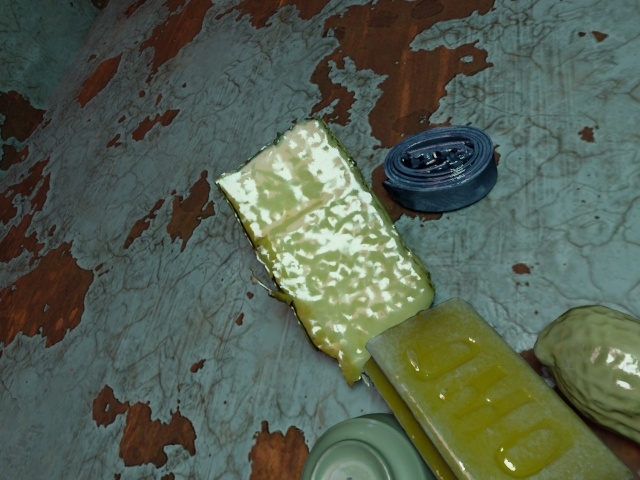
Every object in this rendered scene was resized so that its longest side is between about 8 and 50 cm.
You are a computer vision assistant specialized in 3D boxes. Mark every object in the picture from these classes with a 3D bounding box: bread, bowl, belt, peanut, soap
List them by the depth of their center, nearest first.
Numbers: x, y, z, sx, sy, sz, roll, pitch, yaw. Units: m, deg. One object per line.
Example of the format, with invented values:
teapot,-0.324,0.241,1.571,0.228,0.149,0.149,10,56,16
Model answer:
peanut,0.384,0.170,0.473,0.159,0.143,0.291,-17,35,-30
soap,0.191,0.211,0.550,0.173,0.089,0.274,-22,48,-19
bowl,0.057,0.323,0.581,0.211,0.112,0.211,-15,56,24
bread,0.000,0.000,0.714,0.248,0.279,0.315,-36,39,-3
belt,0.201,-0.125,0.784,0.190,0.082,0.141,-3,56,27
